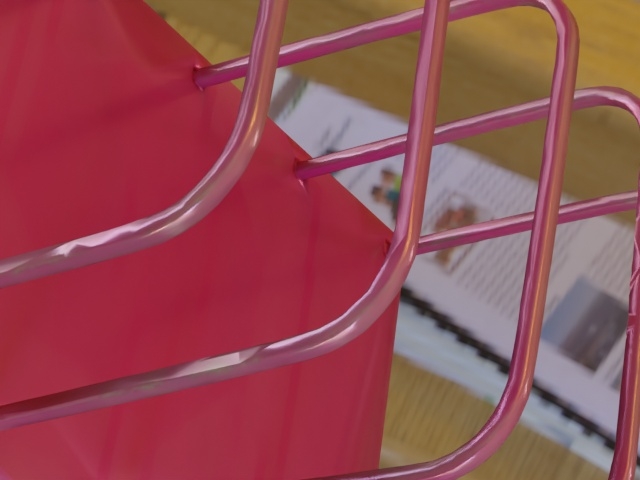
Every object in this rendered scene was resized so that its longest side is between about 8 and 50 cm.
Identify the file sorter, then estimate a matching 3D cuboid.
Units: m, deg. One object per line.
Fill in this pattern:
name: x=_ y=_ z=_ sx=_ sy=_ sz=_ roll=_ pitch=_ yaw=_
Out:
file sorter: x=0.000 y=0.000 z=0.643 sx=0.182 sy=0.290 sz=0.202 roll=-14 pitch=52 yaw=33
